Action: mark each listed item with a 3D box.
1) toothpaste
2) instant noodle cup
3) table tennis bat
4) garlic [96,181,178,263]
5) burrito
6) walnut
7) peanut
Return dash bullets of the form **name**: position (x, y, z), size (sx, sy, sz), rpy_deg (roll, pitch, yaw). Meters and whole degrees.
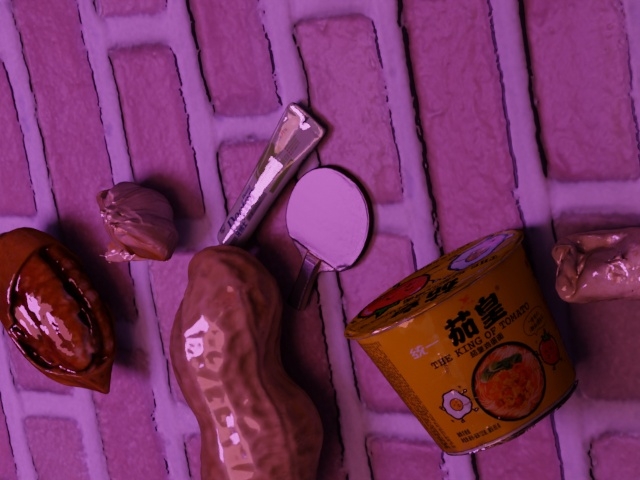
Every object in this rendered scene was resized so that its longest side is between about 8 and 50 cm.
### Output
- **toothpaste**: position (-0.056, -0.050, 1.890), size (0.048, 0.029, 0.197), rpy_deg (44, 124, 16)
- **instant noodle cup**: position (0.134, 0.096, 1.716), size (0.182, 0.182, 0.144), rpy_deg (-24, 101, 40)
- **table tennis bat**: position (0.000, 0.000, 1.875), size (0.095, 0.014, 0.158), rpy_deg (34, 122, 22)
- **garlic**: position (-0.190, -0.021, 1.971), size (0.113, 0.074, 0.094), rpy_deg (24, 155, 35)
- **burrito**: position (0.300, 0.024, 1.628), size (0.226, 0.060, 0.087), rpy_deg (0, 101, 36)
- **walnut**: position (-0.283, 0.077, 2.054), size (0.116, 0.116, 0.207), rpy_deg (-35, 84, 39)
- **peanut**: position (-0.073, 0.149, 1.918), size (0.136, 0.120, 0.298), rpy_deg (-10, 100, 15)
